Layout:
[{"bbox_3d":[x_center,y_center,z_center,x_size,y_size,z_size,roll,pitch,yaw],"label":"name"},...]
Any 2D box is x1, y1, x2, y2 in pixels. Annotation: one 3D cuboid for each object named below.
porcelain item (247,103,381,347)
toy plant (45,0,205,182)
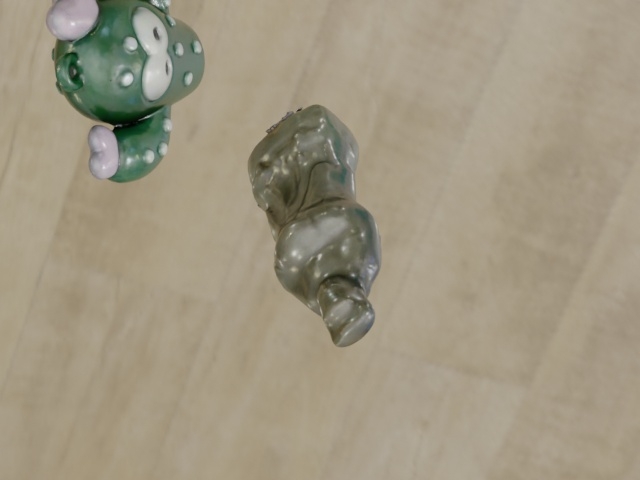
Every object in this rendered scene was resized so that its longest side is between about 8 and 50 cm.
[{"bbox_3d":[0.000,0.000,1.187,0.081,0.215,0.069,-37,123,16],"label":"porcelain item"},{"bbox_3d":[-0.205,-0.188,1.855,0.113,0.243,0.232,-6,122,27],"label":"toy plant"}]
